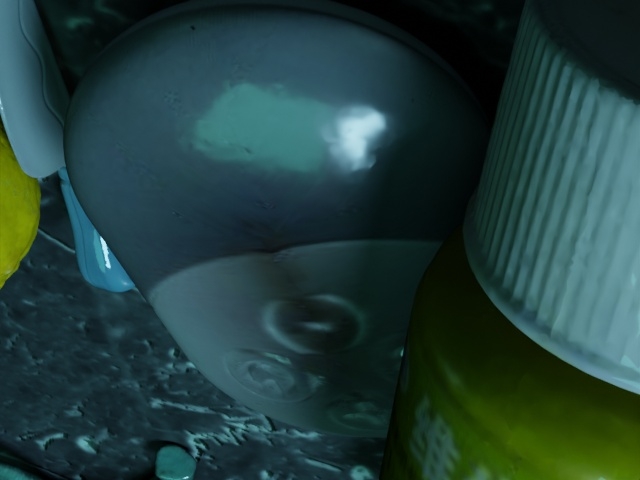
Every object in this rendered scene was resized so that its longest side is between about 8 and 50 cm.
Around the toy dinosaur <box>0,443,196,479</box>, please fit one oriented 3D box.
[{"bbox_3d":[-0.164,0.270,1.259,0.384,0.129,0.331,11,154,5],"label":"toy dinosaur"}]

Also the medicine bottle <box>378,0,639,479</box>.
[{"bbox_3d":[0.147,0.073,0.702,0.224,0.224,0.384,12,125,5],"label":"medicine bottle"}]

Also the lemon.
[{"bbox_3d":[-0.212,-0.028,0.853,0.114,0.114,0.155,-2,140,22],"label":"lemon"}]

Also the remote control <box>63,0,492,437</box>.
[{"bbox_3d":[0.000,0.000,0.818,0.221,0.103,0.332,-10,136,19],"label":"remote control"}]

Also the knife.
[{"bbox_3d":[-0.142,-0.055,0.838,0.032,0.058,0.244,21,149,30],"label":"knife"}]
